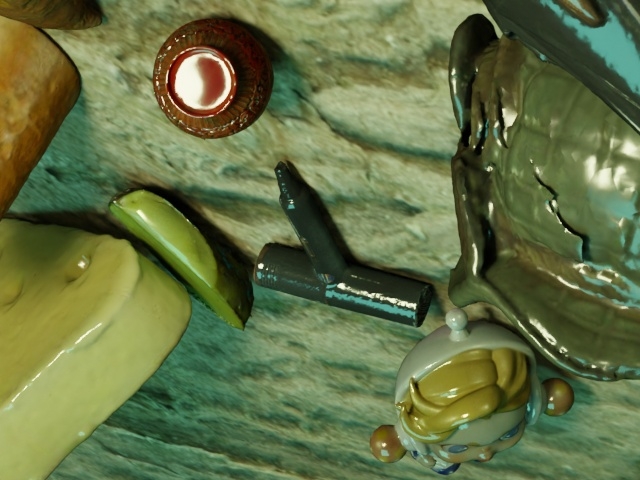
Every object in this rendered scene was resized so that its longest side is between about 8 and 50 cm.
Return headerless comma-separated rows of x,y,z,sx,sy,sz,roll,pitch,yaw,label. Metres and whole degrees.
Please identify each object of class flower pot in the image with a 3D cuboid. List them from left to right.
0.216,-0.034,1.230,0.302,0.213,0.302,14,-168,-3,flower pot

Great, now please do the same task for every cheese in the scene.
-0.332,0.107,1.991,0.384,0.384,0.104,-4,146,45,cheese

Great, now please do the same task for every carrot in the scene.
-0.354,-0.077,1.698,0.196,0.254,0.196,19,157,9,carrot

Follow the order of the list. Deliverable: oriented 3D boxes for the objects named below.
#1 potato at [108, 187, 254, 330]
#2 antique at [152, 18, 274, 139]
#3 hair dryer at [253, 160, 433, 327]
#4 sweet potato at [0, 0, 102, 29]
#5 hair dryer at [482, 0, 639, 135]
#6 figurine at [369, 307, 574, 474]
-0.131,0.009,1.876,0.198,0.054,0.119,44,169,-18,potato
-0.088,-0.132,1.534,0.104,0.104,0.104,20,153,11,antique
0.013,0.000,1.752,0.173,0.050,0.195,14,148,17,hair dryer
-0.238,-0.248,1.450,0.106,0.095,0.354,-16,156,-8,sweet potato
0.236,-0.180,0.895,0.359,0.120,0.303,-42,83,34,hair dryer
0.151,0.159,1.843,0.194,0.133,0.274,-22,161,16,figurine
